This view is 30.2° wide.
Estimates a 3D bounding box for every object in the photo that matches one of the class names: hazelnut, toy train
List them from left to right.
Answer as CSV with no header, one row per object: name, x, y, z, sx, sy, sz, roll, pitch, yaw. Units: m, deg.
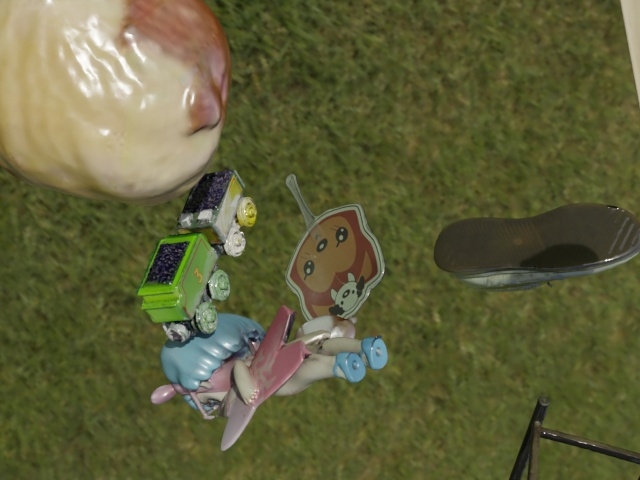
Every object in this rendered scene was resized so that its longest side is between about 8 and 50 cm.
hazelnut,-0.209,-0.159,1.090,0.261,0.261,0.241,-44,153,-10
toy train,-0.120,0.009,1.187,0.081,0.060,0.202,60,34,-39

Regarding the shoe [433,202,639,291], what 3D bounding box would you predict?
shoe,0.291,0.017,1.559,0.098,0.275,0.103,50,45,-48

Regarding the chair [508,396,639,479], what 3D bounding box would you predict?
chair,0.222,0.297,1.100,0.154,0.141,0.260,-70,173,-53

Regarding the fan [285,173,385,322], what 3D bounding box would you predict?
fan,0.000,0.000,1.342,0.132,0.220,0.009,-44,139,22

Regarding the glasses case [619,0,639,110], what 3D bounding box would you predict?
glasses case,0.473,-0.288,1.545,0.076,0.144,0.336,-5,85,-58

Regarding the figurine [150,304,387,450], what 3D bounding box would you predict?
figurine,-0.042,0.105,1.173,0.205,0.260,0.103,-42,113,-43
